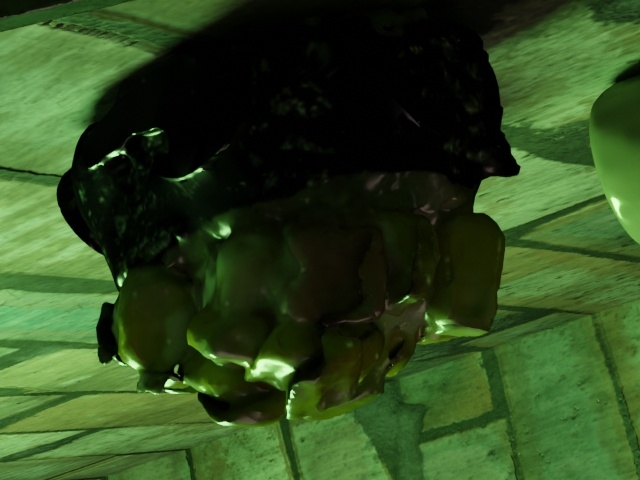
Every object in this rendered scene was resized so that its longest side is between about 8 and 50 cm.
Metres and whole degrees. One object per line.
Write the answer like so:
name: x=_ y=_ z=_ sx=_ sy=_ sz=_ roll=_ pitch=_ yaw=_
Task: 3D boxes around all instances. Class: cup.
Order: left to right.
cup: x=0.398 y=-0.092 z=1.520 sx=0.202 sy=0.173 sz=0.255 roll=-20 pitch=165 yaw=30

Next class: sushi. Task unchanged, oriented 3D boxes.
sushi: x=0.000 y=0.000 z=1.255 sx=0.328 sy=0.285 sz=0.328 roll=-24 pitch=165 yaw=38

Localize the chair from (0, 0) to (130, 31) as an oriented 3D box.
chair: x=-0.197 y=-0.164 z=0.682 sx=0.270 sy=0.136 sz=0.147 roll=-15 pitch=166 yaw=-2
